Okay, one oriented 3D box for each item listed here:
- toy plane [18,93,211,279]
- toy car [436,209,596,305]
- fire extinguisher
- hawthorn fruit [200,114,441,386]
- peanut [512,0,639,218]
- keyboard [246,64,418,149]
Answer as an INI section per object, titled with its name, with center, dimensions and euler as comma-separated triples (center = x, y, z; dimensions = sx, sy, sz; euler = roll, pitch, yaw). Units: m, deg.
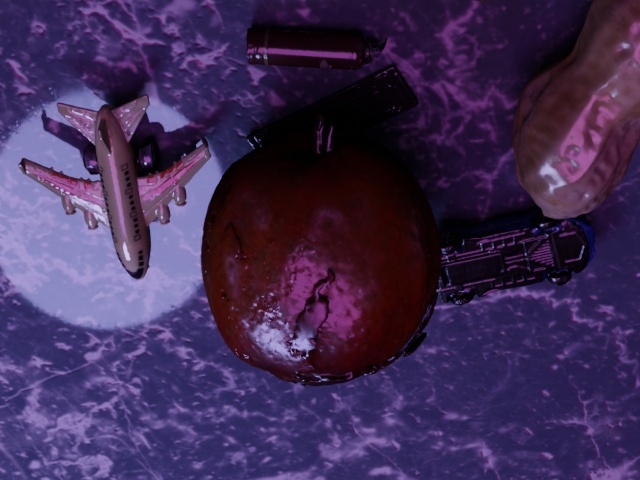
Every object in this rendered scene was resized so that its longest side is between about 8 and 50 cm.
[toy plane]
center = -0.238, -0.063, 1.787
dimensions = 0.229, 0.092, 0.244
euler = -5, 126, 6
[toy car]
center = 0.226, 0.012, 1.815
dimensions = 0.216, 0.063, 0.103
euler = -13, 124, 8
[fire extinguisher]
center = -0.004, -0.215, 1.683
dimensions = 0.158, 0.043, 0.064
euler = 4, 156, 3
[hawthorn fruit]
center = 0.000, 0.013, 1.706
dimensions = 0.316, 0.316, 0.316
euler = 3, 126, 4
[peanut]
center = 0.311, -0.163, 1.637
dimensions = 0.149, 0.149, 0.313
euler = 24, 125, -12
[keyboard]
center = 0.013, -0.141, 1.753
dimensions = 0.204, 0.013, 0.061
euler = -24, 120, 22
